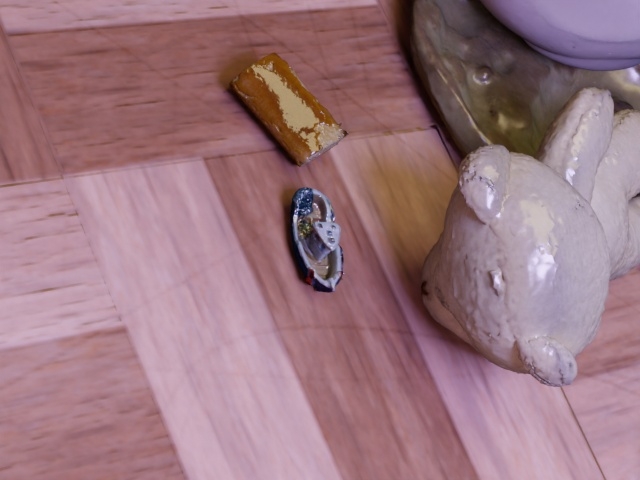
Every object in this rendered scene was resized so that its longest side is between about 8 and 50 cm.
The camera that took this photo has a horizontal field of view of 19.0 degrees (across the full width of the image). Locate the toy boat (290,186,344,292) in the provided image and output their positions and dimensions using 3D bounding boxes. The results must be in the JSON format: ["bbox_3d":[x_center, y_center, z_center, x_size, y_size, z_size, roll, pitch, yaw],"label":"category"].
[{"bbox_3d":[0.000,0.000,1.318,0.038,0.038,0.083,6,57,-32],"label":"toy boat"}]

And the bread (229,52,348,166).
[{"bbox_3d":[-0.024,-0.093,1.362,0.083,0.036,0.047,50,55,1],"label":"bread"}]

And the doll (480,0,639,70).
[{"bbox_3d":[0.229,-0.247,1.490,0.251,0.221,0.221,-1,57,1],"label":"doll"}]

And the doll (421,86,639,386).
[{"bbox_3d":[0.166,-0.004,1.372,0.278,0.149,0.175,-26,93,-53],"label":"doll"}]

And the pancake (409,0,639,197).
[{"bbox_3d":[0.190,-0.149,1.538,0.294,0.049,0.294,15,56,-23],"label":"pancake"}]
